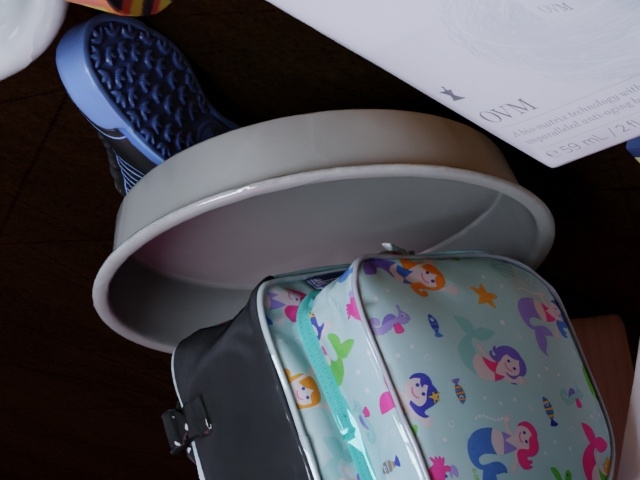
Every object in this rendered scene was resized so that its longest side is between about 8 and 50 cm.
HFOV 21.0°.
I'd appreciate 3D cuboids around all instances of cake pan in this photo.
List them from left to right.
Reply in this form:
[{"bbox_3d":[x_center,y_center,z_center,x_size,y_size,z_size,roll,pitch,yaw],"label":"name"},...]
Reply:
[{"bbox_3d":[0.000,0.000,1.095,0.293,0.054,0.293,-7,156,-3],"label":"cake pan"}]

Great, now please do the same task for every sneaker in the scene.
[{"bbox_3d":[-0.107,-0.062,1.099,0.090,0.081,0.232,-9,149,30],"label":"sneaker"}]

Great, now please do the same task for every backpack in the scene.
[{"bbox_3d":[0.063,0.115,1.035,0.191,0.225,0.253,-33,159,37],"label":"backpack"}]

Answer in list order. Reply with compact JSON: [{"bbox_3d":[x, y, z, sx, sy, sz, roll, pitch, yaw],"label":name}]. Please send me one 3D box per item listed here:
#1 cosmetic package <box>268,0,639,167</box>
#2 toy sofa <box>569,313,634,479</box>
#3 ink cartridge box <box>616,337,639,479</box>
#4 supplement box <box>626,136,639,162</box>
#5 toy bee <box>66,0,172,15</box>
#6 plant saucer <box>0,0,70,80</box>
[{"bbox_3d":[0.095,-0.157,0.693,0.224,0.138,0.224,28,154,-25],"label":"cosmetic package"},{"bbox_3d":[0.071,0.165,1.339,0.177,0.150,0.362,-4,170,-35],"label":"toy sofa"},{"bbox_3d":[0.352,0.101,1.036,0.270,0.197,0.198,-8,148,42],"label":"ink cartridge box"},{"bbox_3d":[0.209,-0.065,0.896,0.056,0.083,0.083,-7,147,39],"label":"supplement box"},{"bbox_3d":[-0.101,-0.188,0.555,0.195,0.162,0.298,-1,124,28],"label":"toy bee"},{"bbox_3d":[-0.305,-0.214,0.856,0.400,0.100,0.400,12,157,5],"label":"plant saucer"}]
